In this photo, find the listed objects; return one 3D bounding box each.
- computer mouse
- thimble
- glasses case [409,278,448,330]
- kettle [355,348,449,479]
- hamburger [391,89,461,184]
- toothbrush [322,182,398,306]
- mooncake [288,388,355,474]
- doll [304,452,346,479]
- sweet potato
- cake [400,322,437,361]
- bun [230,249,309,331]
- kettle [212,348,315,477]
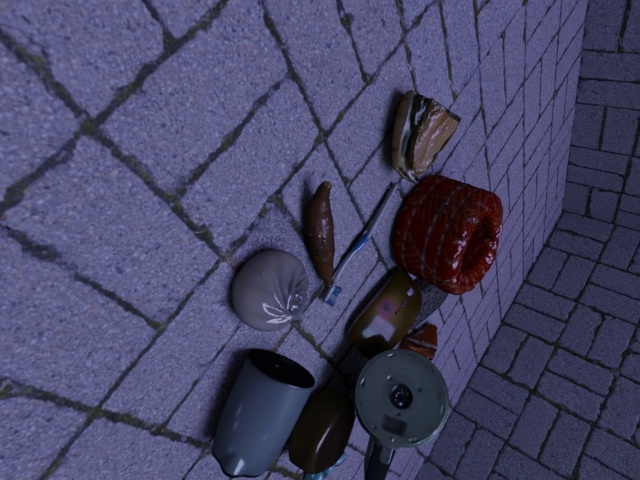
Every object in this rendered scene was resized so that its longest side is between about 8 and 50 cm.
[{"bbox_3d":[0.211,0.223,1.323,0.310,0.072,0.158,-44,107,-28],"label":"computer mouse"},{"bbox_3d":[0.399,-0.021,1.326,0.350,0.231,0.349,-27,128,-40],"label":"thimble"},{"bbox_3d":[0.369,0.209,1.542,0.355,0.085,0.137,-25,125,-41],"label":"glasses case"},{"bbox_3d":[0.209,0.541,1.291,0.376,0.250,0.360,86,19,-65],"label":"kettle"},{"bbox_3d":[0.231,-0.263,1.093,0.155,0.135,0.207,10,116,-38],"label":"hamburger"},{"bbox_3d":[0.108,0.000,1.142,0.386,0.040,0.040,-60,144,-13],"label":"toothbrush"},{"bbox_3d":[0.008,0.547,1.252,0.235,0.117,0.234,-29,127,-47],"label":"mooncake"},{"bbox_3d":[0.013,0.736,1.413,0.158,0.059,0.159,-51,143,-20],"label":"doll"},{"bbox_3d":[0.000,0.000,0.977,0.072,0.066,0.314,-30,134,-30],"label":"sweet potato"},{"bbox_3d":[0.399,0.398,1.701,0.287,0.135,0.098,-24,125,-68],"label":"cake"},{"bbox_3d":[-0.090,0.109,0.877,0.173,0.120,0.172,-25,126,-41],"label":"bun"},{"bbox_3d":[-0.129,0.383,0.969,0.221,0.161,0.236,9,105,-85],"label":"kettle"}]
